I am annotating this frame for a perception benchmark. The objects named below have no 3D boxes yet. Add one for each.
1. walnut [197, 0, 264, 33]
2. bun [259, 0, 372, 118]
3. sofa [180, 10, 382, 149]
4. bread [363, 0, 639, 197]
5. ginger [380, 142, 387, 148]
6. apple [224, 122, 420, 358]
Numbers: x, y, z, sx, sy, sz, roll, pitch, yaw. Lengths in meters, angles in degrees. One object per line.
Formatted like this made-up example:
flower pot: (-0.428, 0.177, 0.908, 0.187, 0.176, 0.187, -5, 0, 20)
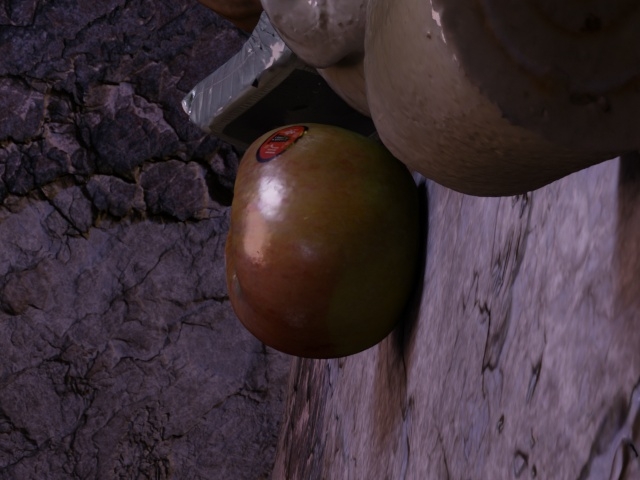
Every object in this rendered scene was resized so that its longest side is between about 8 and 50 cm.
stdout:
walnut: (-0.047, -0.439, 1.627, 0.383, 0.384, 0.383, -172, 90, -86)
bun: (0.034, -0.284, 1.084, 0.365, 0.219, 0.365, -177, 90, -85)
sofa: (-0.015, -0.202, 1.418, 0.225, 0.210, 0.176, -36, 43, 49)
bread: (0.092, -0.099, 0.537, 0.141, 0.134, 0.148, 145, 121, -79)
ginger: (0.052, -0.043, 1.498, 0.137, 0.074, 0.213, 158, 118, -66)
apple: (0.000, 0.000, 1.269, 0.261, 0.194, 0.260, -174, 90, -86)
